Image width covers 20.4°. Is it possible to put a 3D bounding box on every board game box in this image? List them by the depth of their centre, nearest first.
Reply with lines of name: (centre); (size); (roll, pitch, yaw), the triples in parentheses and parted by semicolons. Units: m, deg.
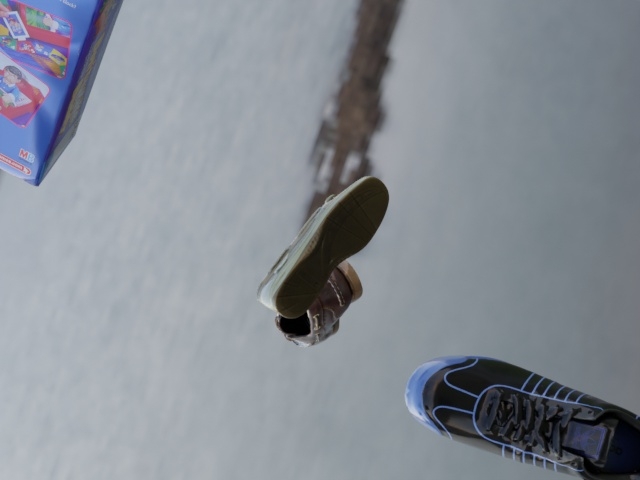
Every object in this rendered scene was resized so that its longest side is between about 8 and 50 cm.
board game box: (-0.327, -0.218, 1.364); (0.233, 0.347, 0.078); (-61, 1, 44)

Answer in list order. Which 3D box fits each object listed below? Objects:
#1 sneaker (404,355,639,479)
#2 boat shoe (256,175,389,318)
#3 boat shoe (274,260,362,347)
sneaker: (0.190, 0.153, 1.508); (0.090, 0.232, 0.081); (-174, 98, -75)
boat shoe: (0.001, 0.002, 1.599); (0.153, 0.056, 0.048); (-54, 35, -8)
boat shoe: (-0.016, 0.076, 1.938); (0.073, 0.073, 0.207); (-35, -10, -20)
